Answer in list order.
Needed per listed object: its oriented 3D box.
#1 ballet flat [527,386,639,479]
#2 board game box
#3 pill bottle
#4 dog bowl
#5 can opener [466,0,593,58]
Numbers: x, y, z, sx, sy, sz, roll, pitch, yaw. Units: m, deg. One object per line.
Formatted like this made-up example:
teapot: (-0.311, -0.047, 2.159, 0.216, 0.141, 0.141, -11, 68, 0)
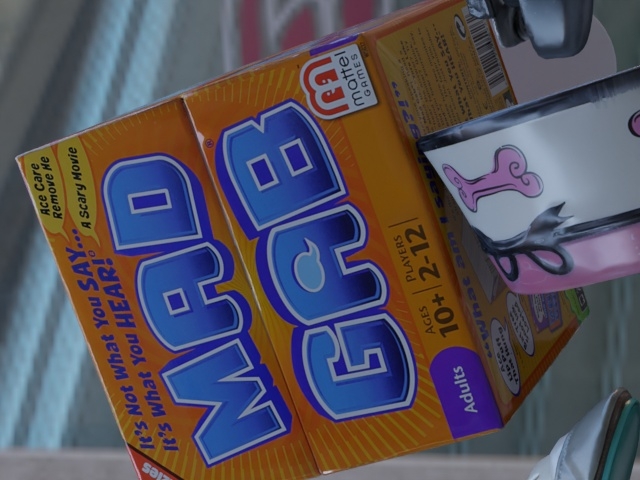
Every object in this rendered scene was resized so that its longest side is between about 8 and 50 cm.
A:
ballet flat: (0.155, 0.171, 1.156, 0.072, 0.068, 0.213, -51, -33, -43)
board game box: (0.000, 0.000, 1.776, 0.356, 0.356, 0.356, 70, -157, -7)
pill bottle: (0.229, -0.127, 2.213, 0.407, 0.229, 0.229, 95, -178, -71)
dog bowl: (0.293, -0.076, 1.520, 0.408, 0.408, 0.150, -21, -87, -65)
can opener: (0.111, -0.252, 1.212, 0.074, 0.093, 0.280, -48, -55, -43)
